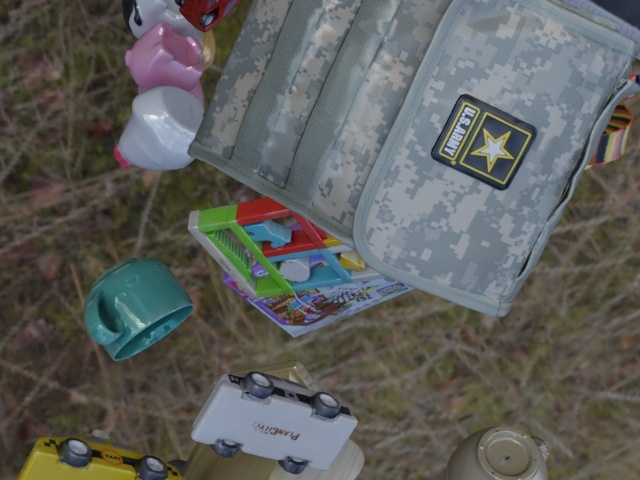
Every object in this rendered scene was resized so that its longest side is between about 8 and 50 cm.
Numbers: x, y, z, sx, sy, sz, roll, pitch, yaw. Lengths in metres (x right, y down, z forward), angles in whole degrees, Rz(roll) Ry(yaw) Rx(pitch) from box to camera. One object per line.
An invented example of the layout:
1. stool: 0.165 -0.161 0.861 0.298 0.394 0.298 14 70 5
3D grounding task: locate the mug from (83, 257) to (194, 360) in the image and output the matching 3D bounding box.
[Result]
1. mug: -0.245 0.080 1.534 0.129 0.097 0.158 -34 170 -8

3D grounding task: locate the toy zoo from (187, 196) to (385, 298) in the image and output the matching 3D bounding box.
1. toy zoo: 0.000 0.000 1.540 0.293 0.030 0.192 -10 145 21

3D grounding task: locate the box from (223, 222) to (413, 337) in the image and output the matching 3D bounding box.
1. box: 0.018 0.042 1.897 0.293 0.057 0.201 -24 137 25

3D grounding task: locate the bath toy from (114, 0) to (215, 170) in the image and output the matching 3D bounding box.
1. bath toy: -0.202 -0.217 1.512 0.151 0.348 0.129 31 129 -35

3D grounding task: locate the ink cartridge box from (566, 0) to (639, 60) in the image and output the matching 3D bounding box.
1. ink cartridge box: 0.362 -0.292 1.298 0.165 0.332 0.065 -56 173 -14

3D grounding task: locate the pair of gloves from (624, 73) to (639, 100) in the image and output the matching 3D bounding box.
1. pair of gloves: 0.557 -0.276 2.006 0.198 0.023 0.159 -21 172 10

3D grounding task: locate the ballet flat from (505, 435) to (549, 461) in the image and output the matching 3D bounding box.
1. ballet flat: 0.359 0.438 2.193 0.067 0.073 0.206 -51 166 -42

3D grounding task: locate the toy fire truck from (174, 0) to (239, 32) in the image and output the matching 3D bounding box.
1. toy fire truck: -0.091 -0.324 1.268 0.135 0.047 0.192 -41 164 -25

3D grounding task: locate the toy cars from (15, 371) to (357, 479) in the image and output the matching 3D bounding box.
1. toy cars: -0.156 0.229 1.340 0.393 0.087 0.176 -18 126 -10

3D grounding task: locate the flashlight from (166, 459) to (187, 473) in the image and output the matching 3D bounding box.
1. flashlight: -0.187 0.382 2.009 0.103 0.103 0.304 34 130 -22

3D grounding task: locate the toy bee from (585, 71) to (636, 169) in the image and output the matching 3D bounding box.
1. toy bee: 0.415 -0.223 1.778 0.162 0.298 0.195 -5 147 -10

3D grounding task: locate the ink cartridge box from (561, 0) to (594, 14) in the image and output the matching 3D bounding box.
1. ink cartridge box: 0.099 -0.217 1.242 0.272 0.309 0.130 21 91 -13

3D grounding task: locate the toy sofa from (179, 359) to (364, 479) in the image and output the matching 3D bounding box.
1. toy sofa: -0.099 0.332 1.418 0.150 0.362 0.177 -16 121 36

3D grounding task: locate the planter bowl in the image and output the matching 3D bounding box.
1. planter bowl: 0.284 0.357 1.843 0.162 0.162 0.109 -14 147 -16

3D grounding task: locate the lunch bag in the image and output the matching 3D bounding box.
1. lunch bag: 0.076 -0.104 0.915 0.169 0.287 0.235 1 117 -63
